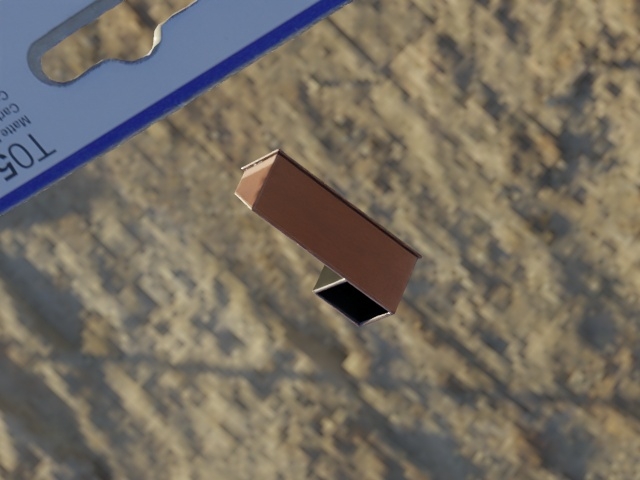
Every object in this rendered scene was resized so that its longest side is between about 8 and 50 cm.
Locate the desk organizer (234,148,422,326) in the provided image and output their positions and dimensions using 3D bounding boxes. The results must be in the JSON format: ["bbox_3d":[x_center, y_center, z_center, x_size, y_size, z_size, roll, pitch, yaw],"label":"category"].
[{"bbox_3d":[0.000,0.000,1.270,0.130,0.050,0.047,36,148,-21],"label":"desk organizer"}]

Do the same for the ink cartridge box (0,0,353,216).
[{"bbox_3d":[-0.102,-0.126,0.496,0.223,0.045,0.224,-28,117,25],"label":"ink cartridge box"}]
